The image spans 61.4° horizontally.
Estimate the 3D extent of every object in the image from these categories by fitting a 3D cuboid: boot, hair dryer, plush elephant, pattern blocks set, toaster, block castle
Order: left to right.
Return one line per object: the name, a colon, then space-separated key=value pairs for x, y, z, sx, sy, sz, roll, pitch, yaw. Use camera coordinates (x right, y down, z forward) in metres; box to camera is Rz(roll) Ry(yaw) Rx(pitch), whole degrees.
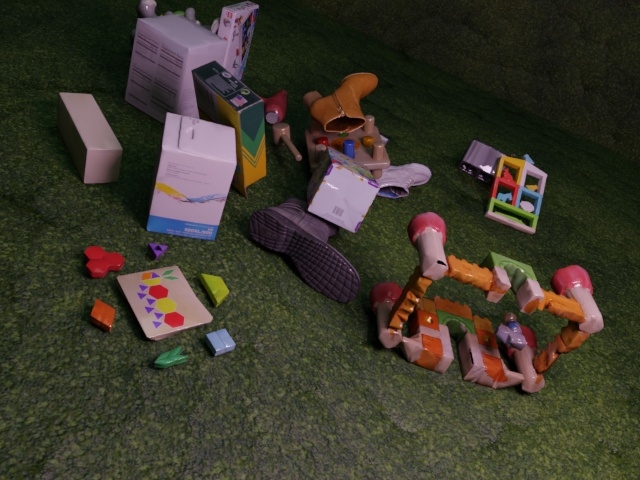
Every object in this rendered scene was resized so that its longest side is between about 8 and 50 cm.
pattern blocks set: x=-0.323 y=0.122 z=1.099 sx=0.285 sy=0.026 sz=0.325 roll=-3 pitch=43 yaw=-33
plush elephant: x=-0.468 y=-0.707 z=1.896 sx=0.255 sy=0.272 sz=0.330 roll=-42 pitch=93 yaw=-26
hair dryer: x=-0.215 y=-0.504 z=1.910 sx=0.293 sy=0.080 sz=0.224 roll=-17 pitch=69 yaw=-47
boot: x=0.000 y=0.000 z=1.386 sx=0.338 sy=0.118 sz=0.222 roll=41 pitch=30 yaw=12
boot: x=0.103 y=-0.443 z=1.768 sx=0.294 sy=0.104 sz=0.211 roll=-21 pitch=49 yaw=-17
boot: x=0.278 y=-0.192 z=1.831 sx=0.258 sy=0.095 sz=0.124 roll=-2 pitch=48 yaw=-21
block castle: x=0.365 y=0.142 z=1.242 sx=0.452 sy=0.303 sz=0.213 roll=19 pitch=34 yaw=-10
toaster: x=0.647 y=-0.311 z=2.128 sx=0.168 sy=0.110 sz=0.186 roll=29 pitch=-2 yaw=7

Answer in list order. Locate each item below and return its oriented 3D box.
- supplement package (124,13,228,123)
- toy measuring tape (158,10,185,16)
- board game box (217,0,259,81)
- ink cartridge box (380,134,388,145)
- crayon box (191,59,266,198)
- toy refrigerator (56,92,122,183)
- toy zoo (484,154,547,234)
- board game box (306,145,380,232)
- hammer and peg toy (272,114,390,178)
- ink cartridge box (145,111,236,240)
supplement package: x=-0.449 y=-0.528 z=1.674 sx=0.198 sy=0.263 sz=0.199 roll=32 pitch=35 yaw=10
toy measuring tape: x=-0.513 y=-0.849 z=2.194 sx=0.329 sy=0.121 sz=0.121 roll=18 pitch=35 yaw=-9
board game box: x=-0.314 y=-0.684 z=1.925 sx=0.053 sy=0.306 sz=0.193 roll=25 pitch=34 yaw=6
ink cartridge box: x=0.201 y=-0.404 z=2.103 sx=0.115 sy=0.029 sz=0.063 roll=35 pitch=36 yaw=14
crayon box: x=-0.237 y=-0.286 z=1.433 sx=0.081 sy=0.319 sz=0.202 roll=-34 pitch=63 yaw=-26
toy refrigerator: x=-0.594 y=-0.267 z=1.387 sx=0.094 sy=0.102 sz=0.269 roll=-8 pitch=46 yaw=-38
toy zoo: x=0.725 y=-0.188 z=1.982 sx=0.192 sy=0.030 sz=0.294 roll=21 pitch=71 yaw=-5
board game box: x=0.055 y=-0.150 z=1.502 sx=0.144 sy=0.142 sz=0.275 roll=25 pitch=16 yaw=-11
hammer and peg toy: x=0.029 y=-0.294 z=1.753 sx=0.360 sy=0.128 sz=0.266 roll=-4 pitch=39 yaw=-5
ink cartridge box: x=-0.309 y=-0.150 z=1.285 sx=0.168 sy=0.233 sz=0.171 roll=10 pitch=38 yaw=-19
